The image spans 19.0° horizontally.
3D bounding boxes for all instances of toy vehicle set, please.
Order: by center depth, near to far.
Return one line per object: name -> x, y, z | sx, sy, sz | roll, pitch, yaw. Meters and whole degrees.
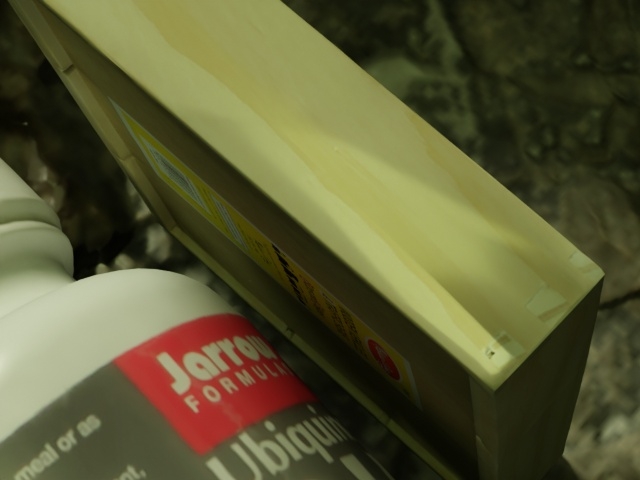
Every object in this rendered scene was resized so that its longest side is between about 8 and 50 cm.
toy vehicle set -> 0.000, 0.000, 0.546 | 0.166, 0.267, 0.035 | 41, 83, 13

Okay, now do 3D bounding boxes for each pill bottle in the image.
pill bottle -> -0.050, 0.121, 0.562 | 0.176, 0.176, 0.318 | -42, 75, -7
